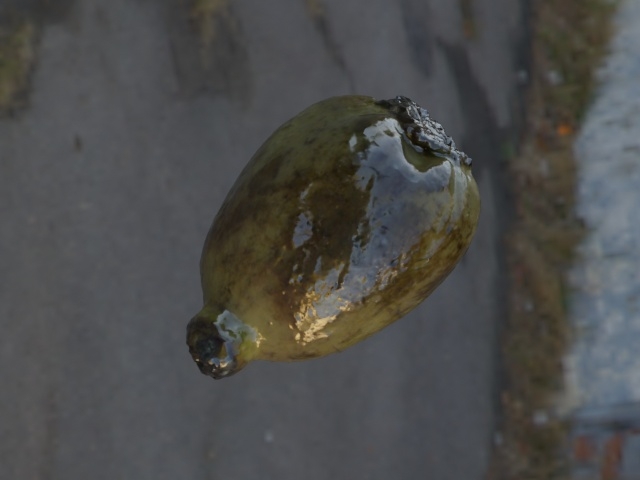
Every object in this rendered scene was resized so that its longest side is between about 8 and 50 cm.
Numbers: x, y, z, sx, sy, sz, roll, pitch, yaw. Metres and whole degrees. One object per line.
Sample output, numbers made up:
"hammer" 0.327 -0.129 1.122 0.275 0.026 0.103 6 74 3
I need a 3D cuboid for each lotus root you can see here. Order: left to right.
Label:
"lotus root" 0.000 0.000 1.144 0.138 0.214 0.138 49 -9 10
